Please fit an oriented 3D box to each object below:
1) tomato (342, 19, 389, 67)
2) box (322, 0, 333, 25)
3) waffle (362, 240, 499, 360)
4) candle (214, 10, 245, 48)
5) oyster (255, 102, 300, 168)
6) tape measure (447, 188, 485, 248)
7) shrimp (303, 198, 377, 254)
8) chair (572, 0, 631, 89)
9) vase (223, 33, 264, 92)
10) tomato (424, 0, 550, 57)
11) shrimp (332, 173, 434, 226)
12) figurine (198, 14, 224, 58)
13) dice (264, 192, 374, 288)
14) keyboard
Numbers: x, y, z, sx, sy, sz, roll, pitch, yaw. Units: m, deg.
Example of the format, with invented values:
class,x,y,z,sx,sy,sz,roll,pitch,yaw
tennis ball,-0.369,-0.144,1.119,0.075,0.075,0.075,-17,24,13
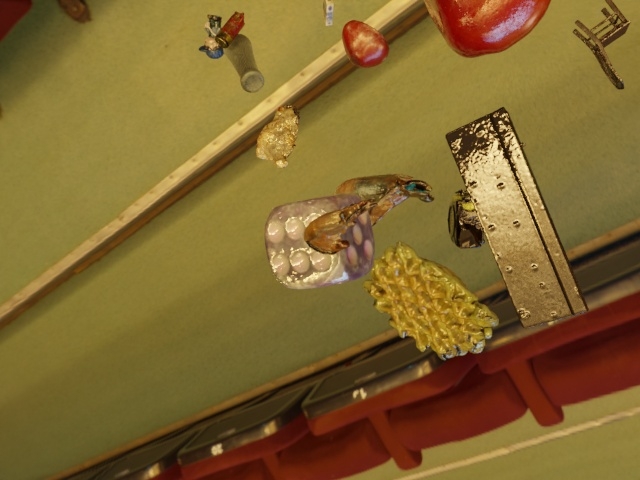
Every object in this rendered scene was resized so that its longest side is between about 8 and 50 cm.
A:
class,x,y,z,sx,sy,sz,roll,pitch,yaw
tomato,0.120,-0.579,1.638,0.159,0.139,0.091,37,78,4
box,0.023,-0.725,1.704,0.024,0.083,0.054,-12,66,-7
waffle,0.174,0.104,0.886,0.223,0.054,0.204,39,146,10
candle,-0.278,-0.669,1.712,0.052,0.052,0.131,32,76,3
oyster,-0.109,-0.269,1.411,0.163,0.081,0.191,-47,48,28
tape measure,0.498,-0.077,1.852,0.112,0.186,0.199,0,103,1
shrimp,0.064,-0.041,1.337,0.117,0.066,0.262,32,142,-31
chair,0.763,-0.506,1.411,0.101,0.084,0.213,-36,78,18
vase,-0.241,-0.562,1.735,0.096,0.219,0.096,-15,141,-12
tomato,0.386,-0.611,1.284,0.293,0.325,0.289,-27,145,26
shrimp,0.206,-0.147,2.008,0.445,0.109,0.221,-10,67,39
figurine,-0.353,-0.675,1.808,0.077,0.079,0.136,25,109,26
dice,0.000,0.000,1.726,0.270,0.271,0.271,-8,93,30
keyboard,0.280,-0.031,0.776,0.100,0.018,0.310,-23,86,27
